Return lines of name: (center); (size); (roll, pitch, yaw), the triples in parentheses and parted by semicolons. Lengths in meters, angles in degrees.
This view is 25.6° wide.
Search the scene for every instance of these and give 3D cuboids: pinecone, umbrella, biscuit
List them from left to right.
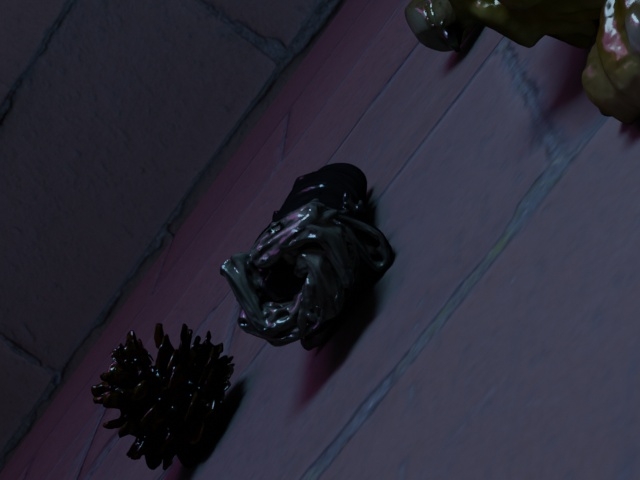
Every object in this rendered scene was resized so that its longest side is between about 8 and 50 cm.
pinecone: (-0.144, 0.141, 1.287); (0.140, 0.120, 0.140); (-61, 4, 7)
umbrella: (0.006, -0.002, 1.188); (0.113, 0.106, 0.358); (-42, 5, 14)
biscuit: (0.205, -0.145, 0.751); (0.183, 0.061, 0.118); (-53, 11, 5)

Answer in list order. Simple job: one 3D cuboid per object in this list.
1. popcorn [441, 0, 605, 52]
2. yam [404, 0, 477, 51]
popcorn: (0.141, -0.241, 0.926); (0.249, 0.249, 0.225); (-73, 7, -61)
yam: (0.192, -0.333, 1.404); (0.357, 0.081, 0.081); (-56, 10, -16)
